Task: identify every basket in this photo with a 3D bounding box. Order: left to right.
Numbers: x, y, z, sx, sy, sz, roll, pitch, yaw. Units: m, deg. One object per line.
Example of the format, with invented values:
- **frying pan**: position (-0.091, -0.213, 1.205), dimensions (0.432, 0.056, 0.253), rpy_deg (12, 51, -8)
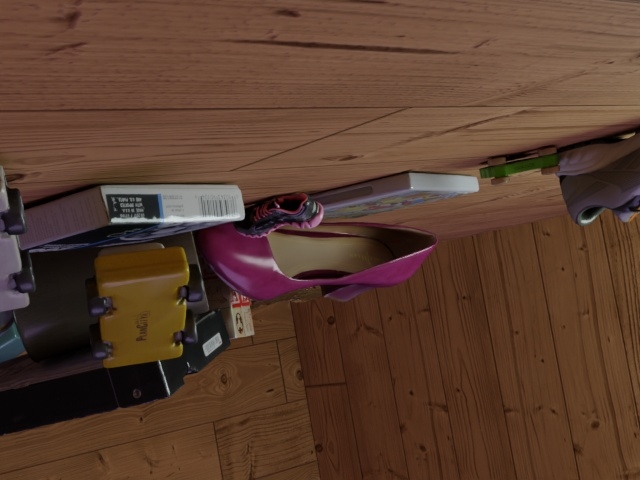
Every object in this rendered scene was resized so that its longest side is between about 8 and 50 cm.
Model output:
- **basket**: position (-0.265, 0.054, 1.355), dimensions (0.227, 0.154, 0.204), rpy_deg (-13, 174, -6)

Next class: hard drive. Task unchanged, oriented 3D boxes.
- **hard drive**: position (-0.310, 0.173, 1.373), dimensions (0.339, 0.064, 0.237), rpy_deg (-15, -174, 17)

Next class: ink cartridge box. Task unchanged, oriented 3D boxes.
- **ink cartridge box**: position (-0.222, -0.019, 1.099), dimensions (0.208, 0.045, 0.206), rpy_deg (-11, 177, 34)

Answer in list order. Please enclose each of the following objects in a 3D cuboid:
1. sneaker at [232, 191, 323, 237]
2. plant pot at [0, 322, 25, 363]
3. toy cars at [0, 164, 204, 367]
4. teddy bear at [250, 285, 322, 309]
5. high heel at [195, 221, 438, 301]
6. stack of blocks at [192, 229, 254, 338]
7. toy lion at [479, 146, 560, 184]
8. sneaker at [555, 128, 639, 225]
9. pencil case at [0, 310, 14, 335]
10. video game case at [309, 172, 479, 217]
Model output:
- **sneaker**: position (-0.059, -0.038, 1.345), dimensions (0.119, 0.047, 0.057), rpy_deg (-11, 154, 15)
- **plant pot**: position (-0.595, 0.145, 1.796), dimensions (0.234, 0.165, 0.165), rpy_deg (-18, 175, 16)
- **toy cars**: position (-0.225, 0.016, 0.911), dimensions (0.176, 0.087, 0.394), rpy_deg (-28, 150, 22)
- **teddy bear**: position (-0.094, 0.044, 1.710), dimensions (0.338, 0.113, 0.245), rpy_deg (-10, 166, -36)
- **high heel**: position (0.000, 0.000, 1.480), dimensions (0.181, 0.127, 0.377), rpy_deg (-31, 157, 28)
- **stack of blocks**: position (-0.259, 0.078, 1.527), dimensions (0.297, 0.171, 0.087), rpy_deg (-10, 176, 13)
- **toy lion**: position (0.250, -0.094, 1.345), dimensions (0.100, 0.034, 0.096), rpy_deg (-11, -177, 13)
- **sneaker**: position (0.401, -0.084, 1.282), dimensions (0.100, 0.108, 0.271), rpy_deg (-5, 173, -35)
- **pencil case**: position (-0.574, 0.107, 1.589), dimensions (0.273, 0.113, 0.124), rpy_deg (-12, -175, 35)
- **video game case**: position (0.079, -0.058, 1.449), dimensions (0.206, 0.026, 0.227), rpy_deg (-11, 176, 30)
